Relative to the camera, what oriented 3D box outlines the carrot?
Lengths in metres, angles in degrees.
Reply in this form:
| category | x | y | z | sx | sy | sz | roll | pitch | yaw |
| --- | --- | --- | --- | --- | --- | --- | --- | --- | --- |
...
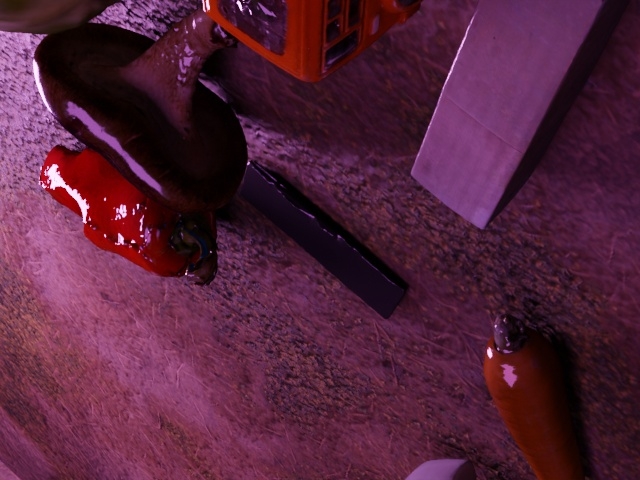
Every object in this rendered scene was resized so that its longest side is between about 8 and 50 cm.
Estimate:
| category | x | y | z | sx | sy | sz | roll | pitch | yaw |
| --- | --- | --- | --- | --- | --- | --- | --- | --- | --- |
| carrot | 0.208 | 0.180 | 1.457 | 0.069 | 0.069 | 0.336 | 21 | 148 | 40 |

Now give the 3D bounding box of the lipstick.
| category | x | y | z | sx | sy | sz | roll | pitch | yaw |
| --- | --- | --- | --- | --- | --- | --- | --- | --- | --- |
| lipstick | 0.144 | -0.134 | 1.073 | 0.080 | 0.076 | 0.371 | 38 | 153 | 10 |

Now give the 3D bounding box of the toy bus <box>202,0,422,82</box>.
| category | x | y | z | sx | sy | sz | roll | pitch | yaw |
| --- | --- | --- | --- | --- | --- | --- | --- | --- | --- |
| toy bus | -0.002 | -0.259 | 1.018 | 0.143 | 0.153 | 0.329 | 37 | 153 | 19 |

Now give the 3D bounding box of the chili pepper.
| category | x | y | z | sx | sy | sz | roll | pitch | yaw |
| --- | --- | --- | --- | --- | --- | --- | --- | --- | --- |
| chili pepper | -0.204 | -0.035 | 1.694 | 0.387 | 0.110 | 0.110 | 23 | 147 | 47 |

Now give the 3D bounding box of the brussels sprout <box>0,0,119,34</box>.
| category | x | y | z | sx | sy | sz | roll | pitch | yaw |
| --- | --- | --- | --- | --- | --- | --- | --- | --- | --- |
| brussels sprout | -0.217 | -0.274 | 1.239 | 0.244 | 0.244 | 0.244 | 34 | 152 | 21 |

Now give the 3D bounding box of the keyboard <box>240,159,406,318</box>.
| category | x | y | z | sx | sy | sz | roll | pitch | yaw |
| --- | --- | --- | --- | --- | --- | --- | --- | --- | --- |
| keyboard | 0.001 | -0.001 | 1.542 | 0.196 | 0.015 | 0.074 | 41 | 157 | 9 |

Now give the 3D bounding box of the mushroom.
| category | x | y | z | sx | sy | sz | roll | pitch | yaw |
| --- | --- | --- | --- | --- | --- | --- | --- | --- | --- |
| mushroom | -0.135 | -0.159 | 1.418 | 0.227 | 0.148 | 0.217 | 35 | 135 | -1 |

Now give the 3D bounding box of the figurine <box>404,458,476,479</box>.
| category | x | y | z | sx | sy | sz | roll | pitch | yaw |
| --- | --- | --- | --- | --- | --- | --- | --- | --- | --- |
| figurine | 0.172 | 0.321 | 1.624 | 0.236 | 0.133 | 0.176 | 28 | 153 | 27 |
